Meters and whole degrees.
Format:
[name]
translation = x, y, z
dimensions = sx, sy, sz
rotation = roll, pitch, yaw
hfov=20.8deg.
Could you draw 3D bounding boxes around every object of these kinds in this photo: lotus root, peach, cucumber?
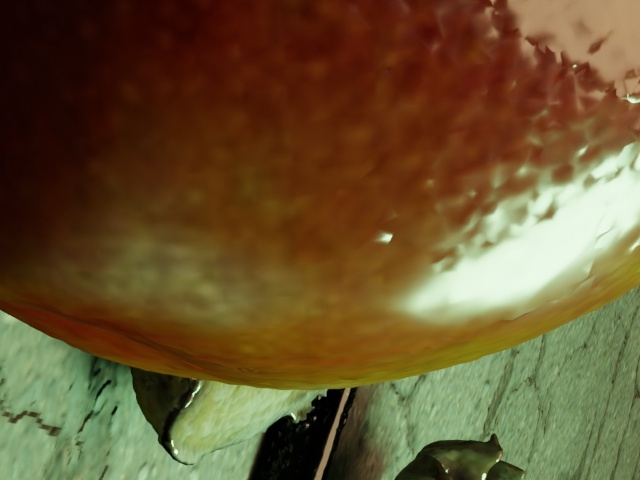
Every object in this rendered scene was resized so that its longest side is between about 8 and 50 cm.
[lotus root]
translation = 0.000, 0.000, 0.817
dimensions = 0.167, 0.078, 0.329
rotation = -59, 164, 14
[peach]
translation = 0.004, -0.111, 0.455
dimensions = 0.332, 0.308, 0.308
rotation = -57, 154, -23
[cucumber]
translation = -0.019, 0.140, 0.911
dimensions = 0.043, 0.039, 0.163
rotation = 24, 81, -44

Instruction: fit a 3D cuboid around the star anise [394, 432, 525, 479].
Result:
[star anise]
translation = 0.032, 0.193, 1.001
dimensions = 0.214, 0.099, 0.220
rotation = -44, 165, -27
